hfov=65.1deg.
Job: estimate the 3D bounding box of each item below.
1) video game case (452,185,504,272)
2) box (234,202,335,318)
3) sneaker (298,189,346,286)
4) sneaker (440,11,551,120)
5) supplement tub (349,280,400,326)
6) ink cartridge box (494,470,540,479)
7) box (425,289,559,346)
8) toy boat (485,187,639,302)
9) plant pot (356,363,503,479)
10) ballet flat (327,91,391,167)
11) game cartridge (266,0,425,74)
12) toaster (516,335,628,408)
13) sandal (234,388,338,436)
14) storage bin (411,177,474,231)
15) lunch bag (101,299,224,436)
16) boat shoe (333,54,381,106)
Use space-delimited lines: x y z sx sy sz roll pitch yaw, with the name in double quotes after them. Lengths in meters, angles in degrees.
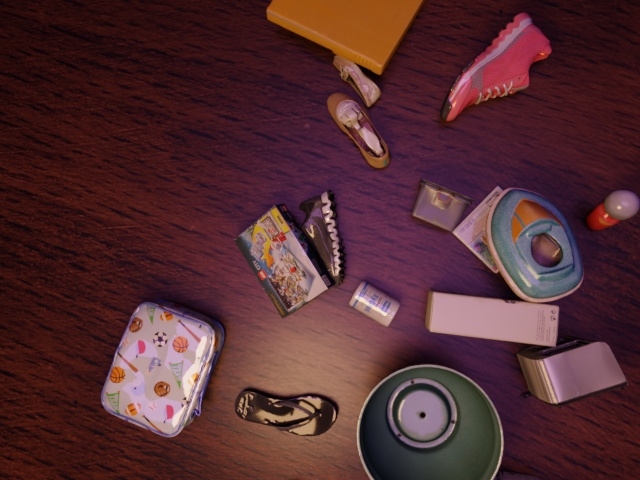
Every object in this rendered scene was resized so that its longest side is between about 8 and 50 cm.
0.423 -0.026 1.205 0.143 0.019 0.157 45 91 7 "video game case"
-0.090 0.050 1.211 0.159 0.044 0.233 -36 83 30 "box"
0.000 0.000 1.224 0.106 0.078 0.235 -11 85 12 "sneaker"
0.418 -0.387 1.181 0.136 0.116 0.314 43 91 6 "sneaker"
0.129 0.150 1.199 0.107 0.071 0.071 29 90 8 "supplement tub"
0.398 0.571 1.106 0.190 0.139 0.082 8 88 7 "ink cartridge box"
0.386 0.176 1.150 0.275 0.113 0.094 6 87 5 "box"
0.529 -0.023 1.103 0.318 0.148 0.268 -21 74 -6 "toy boat"
0.231 0.406 1.107 0.292 0.196 0.293 -1 86 7 "plant pot"
0.098 -0.282 1.230 0.080 0.073 0.232 -38 83 2 "ballet flat"
0.074 -0.594 1.243 0.323 0.053 0.285 30 78 6 "game cartridge"
0.534 0.285 1.099 0.185 0.168 0.110 -19 82 4 "toaster"
-0.086 0.421 1.212 0.254 0.054 0.097 3 87 7 "sandal"
0.283 -0.081 1.191 0.135 0.098 0.091 23 99 7 "storage bin"
-0.376 0.313 1.224 0.243 0.115 0.304 20 88 5 "lunch bag"
0.083 -0.400 1.250 0.153 0.056 0.048 44 87 0 "boat shoe"
